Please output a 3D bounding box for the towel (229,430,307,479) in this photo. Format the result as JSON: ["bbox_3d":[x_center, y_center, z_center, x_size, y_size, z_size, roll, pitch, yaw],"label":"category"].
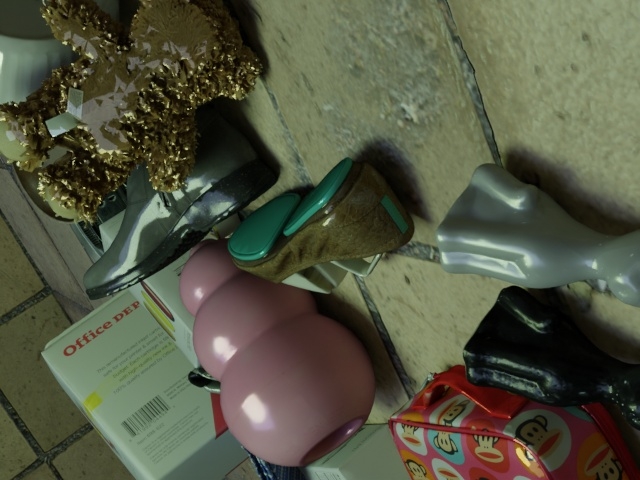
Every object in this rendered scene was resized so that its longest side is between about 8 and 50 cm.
[{"bbox_3d":[-0.071,0.302,1.382,0.243,0.040,0.336,-88,-15,-50],"label":"towel"}]

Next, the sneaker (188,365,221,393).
[{"bbox_3d":[-0.192,0.184,1.510,0.228,0.132,0.086,36,151,33],"label":"sneaker"}]

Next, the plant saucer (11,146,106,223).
[{"bbox_3d":[-0.410,-0.183,1.396,0.310,0.050,0.310,14,111,40],"label":"plant saucer"}]

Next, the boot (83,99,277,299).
[{"bbox_3d":[-0.230,-0.083,1.128,0.338,0.118,0.223,-35,92,25],"label":"boot"}]

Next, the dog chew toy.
[{"bbox_3d":[-0.074,0.132,1.169,0.332,0.206,0.206,53,157,23],"label":"dog chew toy"}]

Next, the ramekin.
[{"bbox_3d":[-0.373,-0.286,1.078,0.273,0.273,0.127,49,145,10],"label":"ramekin"}]

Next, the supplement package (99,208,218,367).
[{"bbox_3d":[-0.223,0.057,1.395,0.244,0.134,0.139,45,155,18],"label":"supplement package"}]

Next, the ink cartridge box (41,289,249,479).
[{"bbox_3d":[-0.297,0.280,1.653,0.384,0.279,0.160,39,153,32],"label":"ink cartridge box"}]

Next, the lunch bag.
[{"bbox_3d":[0.194,0.238,0.899,0.258,0.120,0.293,59,156,-10],"label":"lunch bag"}]

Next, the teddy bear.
[{"bbox_3d":[-0.224,-0.159,0.979,0.245,0.113,0.338,37,112,0],"label":"teddy bear"}]

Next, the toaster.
[{"bbox_3d":[-0.370,-0.031,1.559,0.227,0.129,0.146,55,160,0],"label":"toaster"}]

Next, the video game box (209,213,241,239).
[{"bbox_3d":[-0.211,-0.117,1.253,0.187,0.048,0.205,27,144,48],"label":"video game box"}]

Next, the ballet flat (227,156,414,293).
[{"bbox_3d":[0.000,0.000,0.981,0.124,0.116,0.342,39,155,-14],"label":"ballet flat"}]

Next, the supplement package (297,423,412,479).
[{"bbox_3d":[0.059,0.348,1.305,0.105,0.105,0.179,55,156,-2],"label":"supplement package"}]

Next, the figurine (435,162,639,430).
[{"bbox_3d":[0.211,0.054,0.687,0.209,0.092,0.215,17,137,42],"label":"figurine"}]
